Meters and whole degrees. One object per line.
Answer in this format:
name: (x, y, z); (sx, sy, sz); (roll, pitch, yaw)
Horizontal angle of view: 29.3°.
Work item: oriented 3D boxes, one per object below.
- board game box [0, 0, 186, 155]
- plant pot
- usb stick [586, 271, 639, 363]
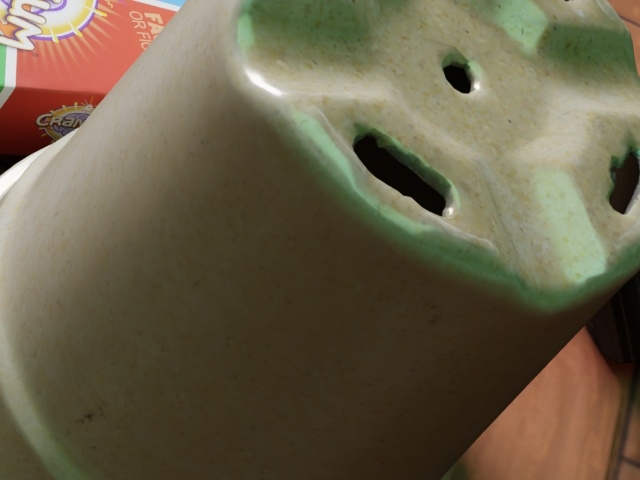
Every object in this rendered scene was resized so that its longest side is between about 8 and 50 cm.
board game box: (-0.226, -0.166, 0.852); (0.316, 0.064, 0.242); (0, 51, -32)
plant pot: (0.000, 0.000, 0.622); (0.333, 0.305, 0.334); (16, 53, -22)
usb stick: (0.177, 0.000, 0.778); (0.045, 0.278, 0.077); (-32, 57, 0)
